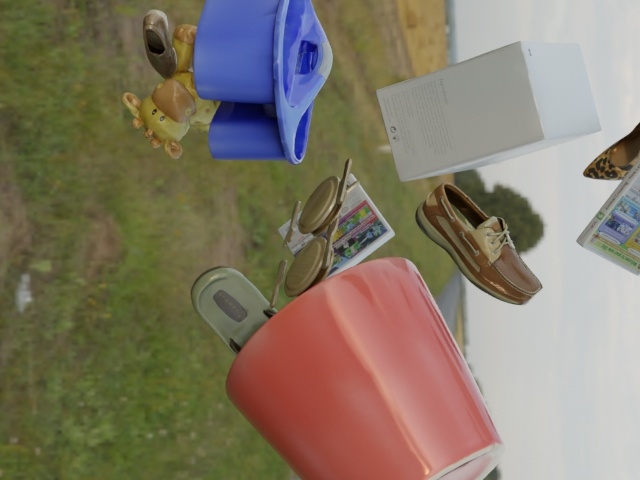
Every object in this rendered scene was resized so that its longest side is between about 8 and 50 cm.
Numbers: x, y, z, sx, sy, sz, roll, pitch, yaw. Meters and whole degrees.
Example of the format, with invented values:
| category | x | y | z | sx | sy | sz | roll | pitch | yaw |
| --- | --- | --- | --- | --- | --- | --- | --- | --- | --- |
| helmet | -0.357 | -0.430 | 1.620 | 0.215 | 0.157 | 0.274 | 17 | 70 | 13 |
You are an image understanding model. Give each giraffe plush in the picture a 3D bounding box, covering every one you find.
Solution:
| category | x | y | z | sx | sy | sz | roll | pitch | yaw |
| --- | --- | --- | --- | --- | --- | --- | --- | --- | --- |
| giraffe plush | -0.238 | -0.237 | 1.886 | 0.170 | 0.181 | 0.210 | -38 | 148 | -44 |

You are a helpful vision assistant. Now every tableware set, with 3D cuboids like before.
| category | x | y | z | sx | sy | sz | roll | pitch | yaw |
| --- | --- | --- | --- | --- | --- | --- | --- | --- | --- |
| tableware set | 0.000 | 0.000 | 1.434 | 0.128 | 0.039 | 0.194 | -37 | -151 | 42 |

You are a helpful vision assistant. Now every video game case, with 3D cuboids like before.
| category | x | y | z | sx | sy | sz | roll | pitch | yaw |
| --- | --- | --- | --- | --- | --- | --- | --- | --- | --- |
| video game case | 0.031 | -0.017 | 2.340 | 0.183 | 0.201 | 0.023 | 57 | 7 | 34 |
| video game case | 0.563 | -0.043 | 1.960 | 0.212 | 0.193 | 0.023 | 22 | 19 | -45 |

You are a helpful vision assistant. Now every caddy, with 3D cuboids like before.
| category | x | y | z | sx | sy | sz | roll | pitch | yaw |
| --- | --- | --- | --- | --- | --- | --- | --- | --- | --- |
| caddy | -0.071 | -0.265 | 1.688 | 0.341 | 0.179 | 0.241 | -83 | 169 | -47 |

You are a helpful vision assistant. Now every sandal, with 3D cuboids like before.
| category | x | y | z | sx | sy | sz | roll | pitch | yaw |
| --- | --- | --- | --- | --- | --- | --- | --- | --- | --- |
| sandal | -0.083 | 0.159 | 1.747 | 0.303 | 0.120 | 0.086 | 40 | 0 | -29 |

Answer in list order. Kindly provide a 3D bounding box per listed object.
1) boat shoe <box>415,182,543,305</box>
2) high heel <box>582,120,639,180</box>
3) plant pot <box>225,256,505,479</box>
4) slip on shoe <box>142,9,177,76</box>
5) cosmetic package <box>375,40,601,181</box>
| category | x | y | z | sx | sy | sz | roll | pitch | yaw |
| --- | --- | --- | --- | --- | --- | --- | --- | --- | --- |
| boat shoe | 0.346 | 0.003 | 2.406 | 0.122 | 0.324 | 0.120 | -34 | 160 | -46 |
| high heel | 0.646 | -0.218 | 2.350 | 0.186 | 0.261 | 0.093 | 36 | 40 | -46 |
| plant pot | 0.065 | 0.197 | 1.291 | 0.243 | 0.275 | 0.275 | 54 | -7 | 24 |
| slip on shoe | -0.265 | -0.314 | 1.828 | 0.135 | 0.051 | 0.041 | 92 | 8 | -53 |
| cosmetic package | 0.238 | -0.179 | 1.554 | 0.224 | 0.224 | 0.138 | -14 | 88 | -56 |
